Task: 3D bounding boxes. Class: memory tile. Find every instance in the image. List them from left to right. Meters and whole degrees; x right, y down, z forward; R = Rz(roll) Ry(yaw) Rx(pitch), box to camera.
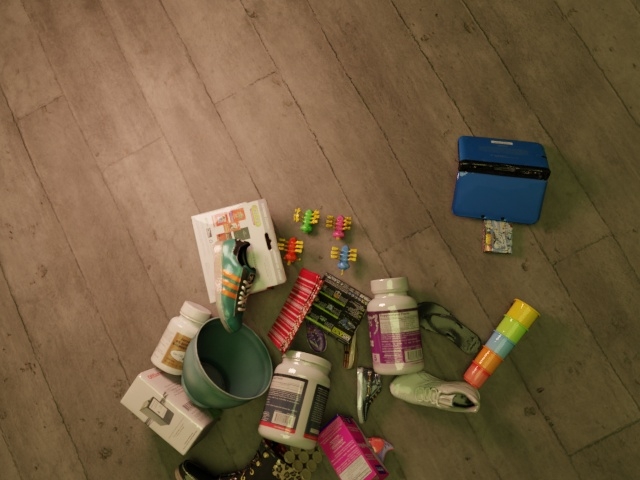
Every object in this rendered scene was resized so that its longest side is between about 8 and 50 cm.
[{"bbox_3d":[-0.047,0.699,1.546,0.113,0.148,0.012,45,130,6],"label":"memory tile"}]

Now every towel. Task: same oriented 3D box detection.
[{"bbox_3d":[-0.089,0.225,1.573,0.031,0.199,0.275,30,86,-20],"label":"towel"}]

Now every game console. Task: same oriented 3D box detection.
[{"bbox_3d":[0.610,-0.214,1.623,0.293,0.173,0.250,8,47,6],"label":"game console"}]

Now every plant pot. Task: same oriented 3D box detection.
[{"bbox_3d":[-0.333,0.428,1.544,0.196,0.293,0.293,-43,80,26],"label":"plant pot"}]

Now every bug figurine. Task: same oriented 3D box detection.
[{"bbox_3d":[0.000,0.000,1.647,0.279,0.072,0.216,10,78,11],"label":"bug figurine"}]

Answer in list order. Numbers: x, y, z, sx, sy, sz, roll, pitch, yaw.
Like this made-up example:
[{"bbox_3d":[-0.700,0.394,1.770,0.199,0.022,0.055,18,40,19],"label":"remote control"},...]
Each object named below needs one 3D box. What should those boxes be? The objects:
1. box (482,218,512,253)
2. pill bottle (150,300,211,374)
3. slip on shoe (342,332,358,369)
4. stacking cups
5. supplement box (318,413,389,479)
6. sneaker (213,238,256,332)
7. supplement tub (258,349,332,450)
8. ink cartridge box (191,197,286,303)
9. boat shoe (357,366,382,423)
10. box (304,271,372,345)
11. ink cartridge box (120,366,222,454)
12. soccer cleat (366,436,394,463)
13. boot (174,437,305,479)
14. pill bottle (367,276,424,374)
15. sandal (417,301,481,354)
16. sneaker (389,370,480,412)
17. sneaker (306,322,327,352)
[{"bbox_3d":[0.608,-0.025,1.614,0.094,0.027,0.137,4,83,5],"label":"box"},{"bbox_3d":[-0.473,0.333,1.623,0.131,0.131,0.229,27,86,8],"label":"pill bottle"},{"bbox_3d":[0.108,0.373,1.610,0.041,0.051,0.135,15,73,-33],"label":"slip on shoe"},{"bbox_3d":[0.582,0.340,1.540,0.096,0.096,0.316,39,89,8],"label":"stacking cups"},{"bbox_3d":[0.097,0.677,1.486,0.114,0.111,0.220,-44,52,7],"label":"supplement box"},{"bbox_3d":[-0.266,0.141,1.508,0.121,0.108,0.302,-8,82,8],"label":"sneaker"},{"bbox_3d":[-0.075,0.510,1.509,0.191,0.191,0.272,13,67,7],"label":"supplement tub"},{"bbox_3d":[-0.271,0.038,1.639,0.271,0.130,0.309,-14,83,3],"label":"ink cartridge box"},{"bbox_3d":[0.165,0.518,1.573,0.083,0.065,0.183,-1,82,7],"label":"boat shoe"},{"bbox_3d":[0.054,0.229,1.591,0.190,0.045,0.184,30,65,4],"label":"box"},{"bbox_3d":[-0.488,0.553,1.564,0.273,0.198,0.115,36,89,9],"label":"ink cartridge box"},{"bbox_3d":[0.161,0.772,1.539,0.095,0.083,0.248,19,83,3],"label":"soccer cleat"},{"bbox_3d":[-0.256,0.773,1.546,0.377,0.138,0.284,37,89,5],"label":"boot"},{"bbox_3d":[0.241,0.275,1.542,0.169,0.169,0.302,-6,82,5],"label":"pill bottle"},{"bbox_3d":[0.427,0.287,1.580,0.254,0.054,0.097,30,87,8],"label":"sandal"},{"bbox_3d":[0.374,0.493,1.525,0.297,0.129,0.111,5,86,7],"label":"sneaker"},{"bbox_3d":[-0.026,0.303,1.614,0.068,0.071,0.170,-17,83,3],"label":"sneaker"}]
